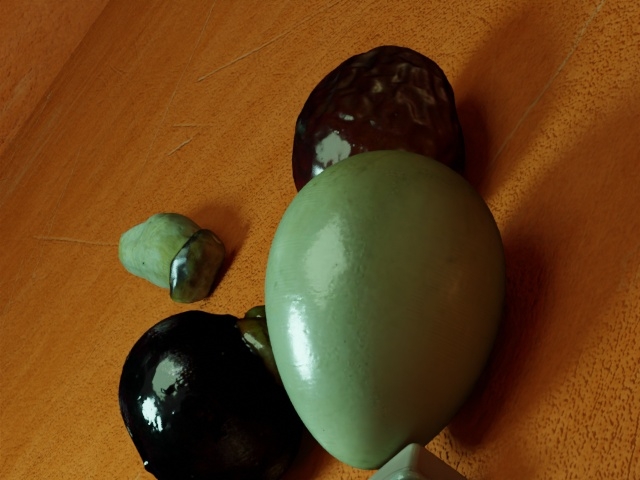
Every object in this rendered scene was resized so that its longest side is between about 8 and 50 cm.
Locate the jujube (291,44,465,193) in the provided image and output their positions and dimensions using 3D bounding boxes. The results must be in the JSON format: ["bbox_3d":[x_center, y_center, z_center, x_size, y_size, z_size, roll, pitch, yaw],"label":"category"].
[{"bbox_3d":[0.061,-0.100,1.778,0.183,0.183,0.243,-42,26,37],"label":"jujube"}]

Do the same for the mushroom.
[{"bbox_3d":[-0.214,0.013,2.350,0.107,0.087,0.333,-62,20,-2],"label":"mushroom"}]

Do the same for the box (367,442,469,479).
[{"bbox_3d":[0.072,0.236,1.459,0.122,0.089,0.062,-45,16,31],"label":"box"}]

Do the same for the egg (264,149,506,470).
[{"bbox_3d":[0.057,0.062,1.536,0.218,0.218,0.295,-24,57,56],"label":"egg"}]

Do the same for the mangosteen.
[{"bbox_3d":[-0.086,0.157,1.780,0.250,0.211,0.211,-31,19,-11],"label":"mangosteen"}]
